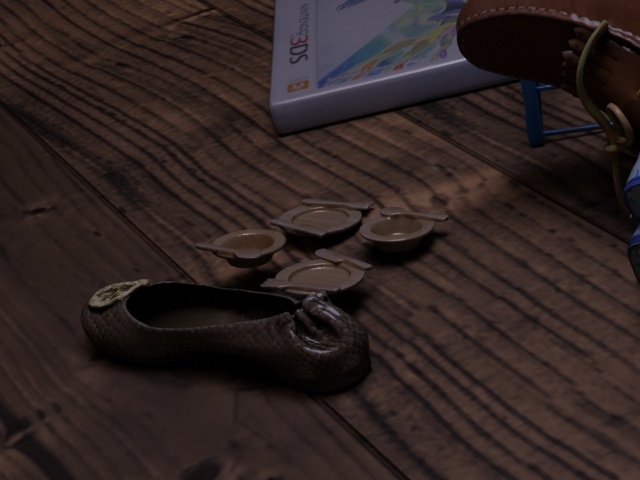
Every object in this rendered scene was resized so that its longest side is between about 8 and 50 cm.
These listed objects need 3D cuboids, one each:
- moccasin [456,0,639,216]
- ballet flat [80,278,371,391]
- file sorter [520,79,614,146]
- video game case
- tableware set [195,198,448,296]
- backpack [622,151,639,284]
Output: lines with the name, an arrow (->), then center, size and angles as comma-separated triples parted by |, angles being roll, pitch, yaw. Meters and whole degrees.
moccasin -> 0.257, -0.088, 1.173 | 0.380, 0.139, 0.147 | 22, 78, 23
ballet flat -> -0.072, 0.052, 1.202 | 0.250, 0.058, 0.084 | 9, 36, 39
file sorter -> 0.201, -0.182, 1.369 | 0.104, 0.170, 0.118 | -9, 28, 9
video game case -> 0.116, -0.210, 1.607 | 0.329, 0.036, 0.300 | -13, 28, 7
tableware set -> 0.000, 0.000, 1.276 | 0.141, 0.020, 0.168 | 12, 27, 38
backpack -> 0.242, -0.012, 1.091 | 0.105, 0.114, 0.084 | 8, 56, 36
